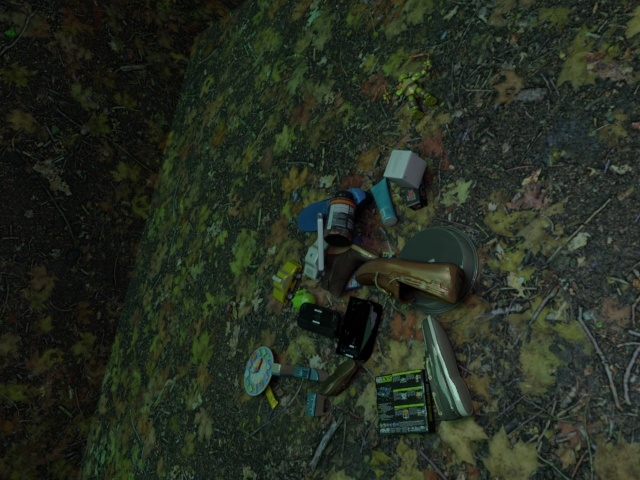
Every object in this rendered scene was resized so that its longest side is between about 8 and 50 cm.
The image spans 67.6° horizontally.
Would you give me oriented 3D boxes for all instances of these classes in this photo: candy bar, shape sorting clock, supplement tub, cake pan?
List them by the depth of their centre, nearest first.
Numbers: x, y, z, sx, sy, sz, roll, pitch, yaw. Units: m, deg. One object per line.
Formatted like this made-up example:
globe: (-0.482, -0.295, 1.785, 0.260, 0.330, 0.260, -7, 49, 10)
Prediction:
cake pan: (0.361, 0.086, 1.543, 0.293, 0.054, 0.292, -21, 60, 41)
supplement tub: (0.074, -0.083, 1.732, 0.106, 0.106, 0.197, -19, 50, 42)
candy bar: (-0.214, 0.617, 1.976, 0.040, 0.018, 0.161, -54, 42, 18)
shape sorting clock: (-0.263, 0.549, 2.020, 0.206, 0.040, 0.206, -38, 37, 36)

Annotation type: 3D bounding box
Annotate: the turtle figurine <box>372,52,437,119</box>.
turtle figurine: (0.338, -0.560, 1.816, 0.270, 0.087, 0.217, -35, 58, 22)

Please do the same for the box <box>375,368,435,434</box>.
box: (0.258, 0.504, 1.488, 0.191, 0.045, 0.184, -25, 54, 40)

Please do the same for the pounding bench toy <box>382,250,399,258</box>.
pounding bench toy: (0.236, 0.069, 1.664, 0.052, 0.083, 0.065, 6, 79, 49)

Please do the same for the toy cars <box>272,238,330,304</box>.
toy cars: (-0.088, 0.120, 1.995, 0.394, 0.087, 0.176, -38, 50, 31)

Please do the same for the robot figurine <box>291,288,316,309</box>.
robot figurine: (-0.064, 0.246, 1.930, 0.115, 0.067, 0.101, -9, 95, 44)

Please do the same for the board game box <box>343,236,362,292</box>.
board game box: (0.100, 0.096, 1.839, 0.136, 0.035, 0.201, -18, 61, 42)

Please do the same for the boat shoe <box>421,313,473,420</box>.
boat shoe: (0.346, 0.367, 1.398, 0.091, 0.109, 0.304, -32, 56, 29)

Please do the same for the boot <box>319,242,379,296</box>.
boot: (0.104, 0.110, 1.755, 0.249, 0.090, 0.206, 21, 99, 50)

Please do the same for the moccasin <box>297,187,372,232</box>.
moccasin: (0.060, -0.102, 1.913, 0.342, 0.117, 0.137, -16, 75, 38)

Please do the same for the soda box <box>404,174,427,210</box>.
soda box: (0.333, -0.195, 1.692, 0.060, 0.053, 0.168, -24, 58, 40)

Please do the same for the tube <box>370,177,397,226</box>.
tube: (0.236, -0.145, 1.786, 0.080, 0.052, 0.207, -35, 45, 27)

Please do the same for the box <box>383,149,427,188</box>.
box: (0.291, -0.244, 1.639, 0.087, 0.102, 0.101, 16, 85, 50)

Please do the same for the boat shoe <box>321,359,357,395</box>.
boat shoe: (0.076, 0.486, 1.686, 0.178, 0.060, 0.064, -50, 16, 24)

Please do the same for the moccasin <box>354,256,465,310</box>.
moccasin: (0.263, 0.139, 1.496, 0.380, 0.139, 0.146, 5, 69, 39)

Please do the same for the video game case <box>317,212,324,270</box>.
video game case: (0.000, 0.000, 1.799, 0.173, 0.022, 0.190, -90, -2, -79)

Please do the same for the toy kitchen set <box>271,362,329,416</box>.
toy kitchen set: (-0.084, 0.553, 1.781, 0.207, 0.122, 0.165, -8, 68, 46)

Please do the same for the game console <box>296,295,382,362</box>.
game console: (0.055, 0.298, 1.767, 0.362, 0.044, 0.213, 10, 82, 41)

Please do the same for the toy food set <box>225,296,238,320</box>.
toy food set: (-0.430, 0.339, 2.333, 0.078, 0.019, 0.122, -34, 59, 34)
